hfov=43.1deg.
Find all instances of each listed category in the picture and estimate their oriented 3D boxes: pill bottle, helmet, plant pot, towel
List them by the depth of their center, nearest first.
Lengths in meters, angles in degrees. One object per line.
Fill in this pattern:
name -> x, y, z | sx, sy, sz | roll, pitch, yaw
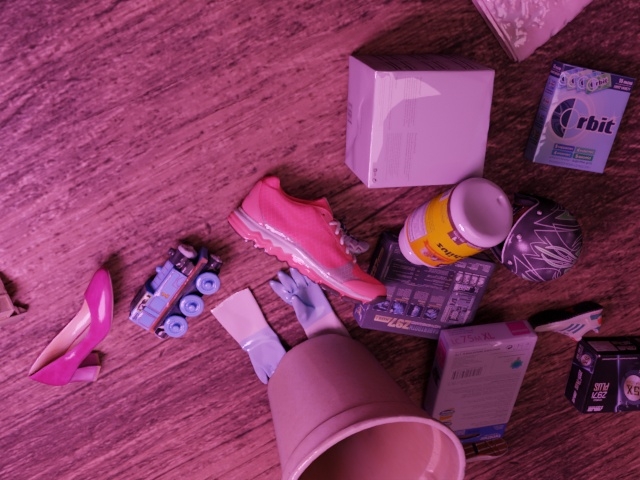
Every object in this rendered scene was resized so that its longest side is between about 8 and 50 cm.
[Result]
towel -> 0.377, -0.516, 1.338 | 0.331, 0.053, 0.317 | -40, 118, 5
pill bottle -> 0.221, -0.022, 1.386 | 0.117, 0.215, 0.117 | 7, 73, -23
plant pot -> 0.045, 0.346, 1.471 | 0.333, 0.305, 0.334 | -10, 123, -15
helmet -> 0.403, -0.002, 1.510 | 0.169, 0.161, 0.170 | -6, 114, -13

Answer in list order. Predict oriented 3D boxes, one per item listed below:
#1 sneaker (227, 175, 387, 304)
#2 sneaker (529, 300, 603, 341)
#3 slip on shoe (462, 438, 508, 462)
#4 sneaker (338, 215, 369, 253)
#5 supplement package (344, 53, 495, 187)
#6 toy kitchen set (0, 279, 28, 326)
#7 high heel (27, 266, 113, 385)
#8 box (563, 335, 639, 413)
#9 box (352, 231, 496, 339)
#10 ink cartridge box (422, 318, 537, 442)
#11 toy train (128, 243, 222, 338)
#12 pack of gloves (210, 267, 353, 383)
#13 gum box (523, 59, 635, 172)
sneaker -> 0.000, 0.000, 1.405 | 0.313, 0.116, 0.136 | 32, 92, -9
sneaker -> 0.513, 0.180, 1.680 | 0.161, 0.057, 0.075 | -13, 110, -13
slip on shoe -> 0.342, 0.460, 1.769 | 0.135, 0.052, 0.041 | -9, 155, -20
sneaker -> 0.046, -0.013, 1.476 | 0.098, 0.038, 0.069 | 2, 113, -17
supplement package -> 0.159, -0.205, 1.359 | 0.203, 0.149, 0.194 | -4, 114, -14
toy kitchen set -> -0.545, 0.104, 1.374 | 0.068, 0.075, 0.083 | -17, 163, -48
high heel -> -0.428, 0.149, 1.394 | 0.117, 0.082, 0.244 | 4, 125, -28
box -> 0.637, 0.289, 1.752 | 0.180, 0.077, 0.148 | 1, 113, -16
box -> 0.198, 0.094, 1.554 | 0.232, 0.059, 0.184 | 11, 110, -20
ink cartridge box -> 0.312, 0.296, 1.647 | 0.185, 0.065, 0.311 | -5, 128, -13
toy train -> -0.251, 0.087, 1.418 | 0.105, 0.080, 0.184 | 34, 101, -20
pack of gloves -> -0.063, 0.171, 1.524 | 0.195, 0.046, 0.232 | -32, 117, -1
gum box -> 0.478, -0.226, 1.500 | 0.156, 0.041, 0.185 | 7, 110, -18
